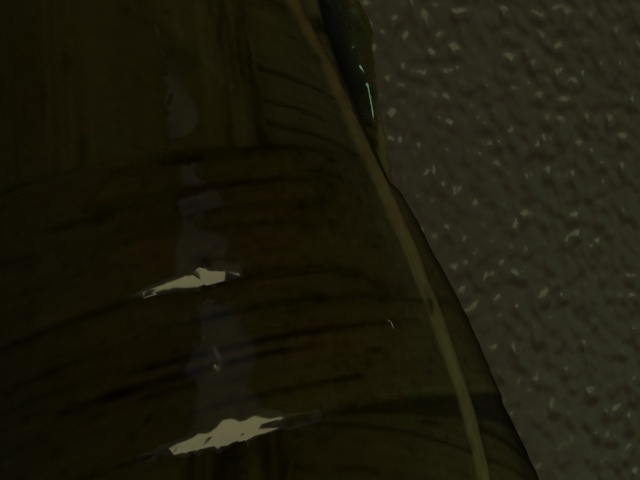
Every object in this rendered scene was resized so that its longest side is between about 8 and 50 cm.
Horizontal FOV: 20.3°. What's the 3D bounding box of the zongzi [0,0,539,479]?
[{"bbox_3d":[-0.019,0.006,0.856,0.467,0.218,0.500,23,54,-62],"label":"zongzi"}]
